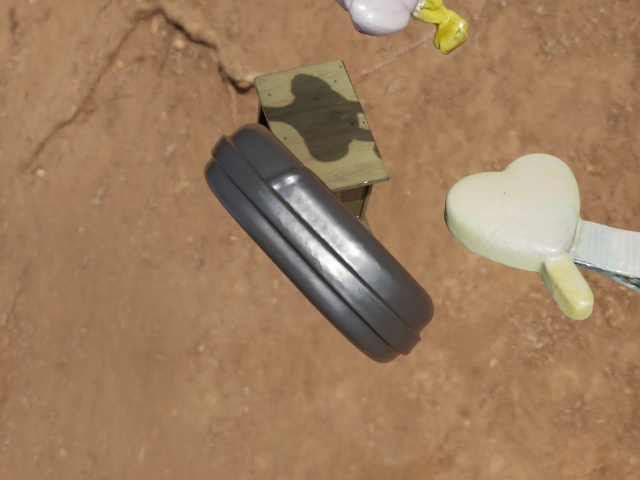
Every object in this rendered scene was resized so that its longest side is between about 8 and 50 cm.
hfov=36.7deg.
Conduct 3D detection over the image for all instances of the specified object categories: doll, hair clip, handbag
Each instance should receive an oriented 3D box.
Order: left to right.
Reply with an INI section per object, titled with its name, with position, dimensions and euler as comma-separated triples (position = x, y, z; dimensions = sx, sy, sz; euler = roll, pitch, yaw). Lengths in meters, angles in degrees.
[doll]
position = -0.018, -0.267, 0.849
dimensions = 0.094, 0.365, 0.160
euler = -38, 50, 31
[handbag]
position = 0.001, -0.001, 1.047
dimensions = 0.093, 0.254, 0.308
euler = -44, 82, 4
[hair clip]
position = 0.213, 0.003, 0.844
dimensions = 0.071, 0.218, 0.159
euler = 103, -176, -51

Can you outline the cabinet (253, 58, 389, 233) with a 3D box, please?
[cabinet]
position = -0.013, -0.119, 1.425
dimensions = 0.175, 0.148, 0.215
euler = 102, 151, -61
